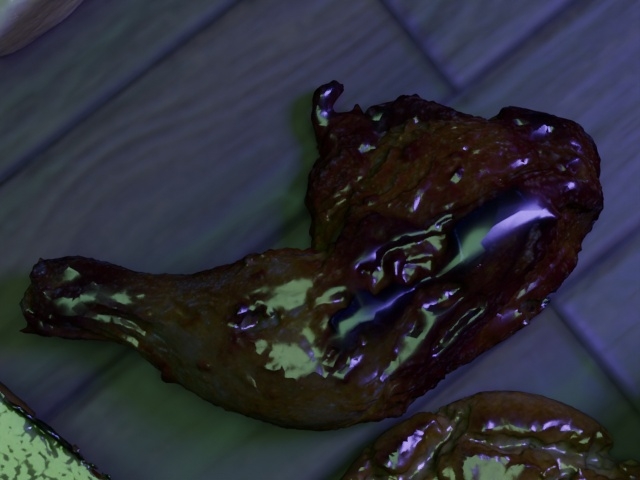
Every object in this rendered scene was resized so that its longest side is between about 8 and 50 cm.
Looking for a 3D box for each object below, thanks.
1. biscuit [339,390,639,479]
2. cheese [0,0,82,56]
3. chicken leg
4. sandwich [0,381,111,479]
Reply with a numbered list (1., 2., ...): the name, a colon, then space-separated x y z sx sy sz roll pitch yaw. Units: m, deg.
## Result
1. biscuit: 0.096 0.193 1.052 0.226 0.042 0.226 0 81 -1
2. cheese: -0.194 -0.194 1.078 0.123 0.094 0.167 -43 89 -15
3. chicken leg: 0.004 0.012 1.064 0.322 0.083 0.177 -32 75 -6
4. sandwich: -0.210 0.180 1.048 0.245 0.063 0.212 37 88 5
